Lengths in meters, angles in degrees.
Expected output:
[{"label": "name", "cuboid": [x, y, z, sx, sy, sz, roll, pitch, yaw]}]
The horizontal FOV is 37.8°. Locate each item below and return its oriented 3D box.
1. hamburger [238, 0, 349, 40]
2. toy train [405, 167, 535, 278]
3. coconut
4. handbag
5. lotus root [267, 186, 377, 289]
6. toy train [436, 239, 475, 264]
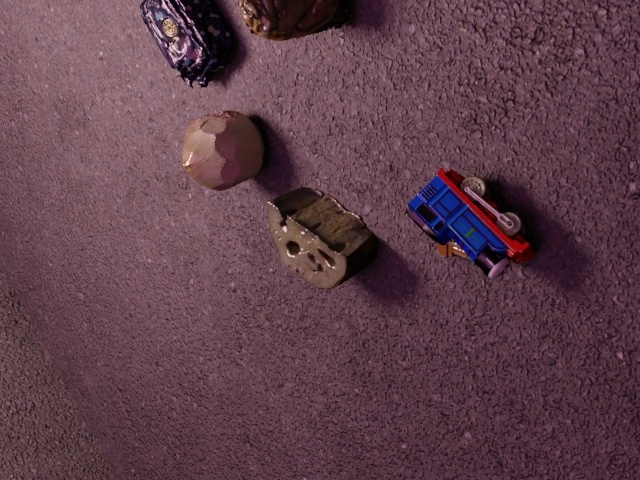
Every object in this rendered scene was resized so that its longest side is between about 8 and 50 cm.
[{"label": "hamburger", "cuboid": [-0.053, -0.462, 1.703, 0.130, 0.206, 0.183, -132, 30, -74]}, {"label": "toy train", "cuboid": [0.254, -0.025, 1.569, 0.131, 0.083, 0.204, -44, 67, 4]}, {"label": "coconut", "cuboid": [-0.218, -0.192, 1.992, 0.171, 0.183, 0.171, 20, 121, 38]}, {"label": "handbag", "cuboid": [-0.298, -0.462, 2.031, 0.260, 0.113, 0.162, 58, 146, 3]}, {"label": "lotus root", "cuboid": [0.000, 0.000, 1.876, 0.235, 0.119, 0.138, 42, 132, 28]}, {"label": "toy train", "cuboid": [0.250, 0.006, 1.653, 0.103, 0.044, 0.064, 22, 124, 44]}]
